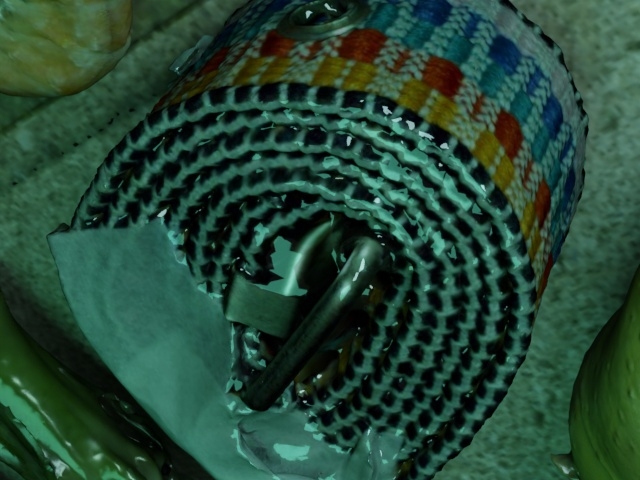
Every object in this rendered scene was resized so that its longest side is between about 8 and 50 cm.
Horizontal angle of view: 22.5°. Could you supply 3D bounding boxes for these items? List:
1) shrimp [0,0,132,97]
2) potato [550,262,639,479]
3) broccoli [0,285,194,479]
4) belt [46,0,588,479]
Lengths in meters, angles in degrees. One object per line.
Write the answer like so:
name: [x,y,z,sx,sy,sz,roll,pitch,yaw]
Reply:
shrimp: [-0.153,-0.177,0.693,0.169,0.058,0.296,20,139,4]
potato: [0.204,0.048,0.717,0.169,0.143,0.248,-10,135,-24]
broccoli: [-0.137,0.150,0.952,0.165,0.145,0.304,-23,109,30]
belt: [0.000,0.000,0.735,0.207,0.150,0.257,35,133,-3]
